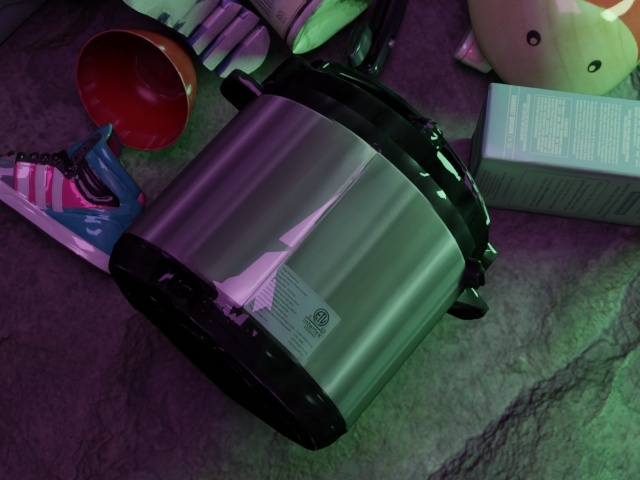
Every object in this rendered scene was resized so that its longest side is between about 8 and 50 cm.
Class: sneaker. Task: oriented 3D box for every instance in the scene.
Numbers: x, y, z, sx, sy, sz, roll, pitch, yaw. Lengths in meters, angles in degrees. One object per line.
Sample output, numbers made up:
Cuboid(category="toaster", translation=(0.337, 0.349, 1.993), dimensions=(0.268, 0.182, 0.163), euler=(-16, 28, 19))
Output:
Cuboid(category="sneaker", translation=(0.256, -0.306, 1.578), dimensions=(0.070, 0.051, 0.134), euler=(32, 69, -5))
Cuboid(category="sneaker", translation=(-0.218, -0.369, 1.496), dimensions=(0.127, 0.315, 0.182), euler=(-44, 42, 2))
Cuboid(category="sneaker", translation=(-0.362, -0.102, 1.479), dimensions=(0.295, 0.124, 0.178), euler=(35, 82, 2))

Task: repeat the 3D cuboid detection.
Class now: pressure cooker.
Cuboid(category="pressure cooker", translation=(0.003, 0.001, 1.312), dimensions=(0.375, 0.370, 0.420), euler=(29, 71, 38))

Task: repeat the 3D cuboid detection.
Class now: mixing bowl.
Cuboid(category="mixing bowl", translation=(-0.246, -0.229, 1.512), dimensions=(0.181, 0.181, 0.098), euler=(26, 38, 8))

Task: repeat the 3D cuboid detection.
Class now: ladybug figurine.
Cuboid(category="ladybug figurine", translation=(0.376, -0.412, 1.524), dimensions=(0.305, 0.162, 0.449), euler=(18, 71, -9))

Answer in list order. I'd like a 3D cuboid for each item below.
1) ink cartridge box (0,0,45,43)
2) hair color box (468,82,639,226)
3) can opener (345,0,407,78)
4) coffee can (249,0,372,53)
Cuboid(category="ink cartridge box", translation=(-0.646, -0.418, 1.568), dimensions=(0.395, 0.151, 0.270), euler=(39, 78, 13))
Cuboid(category="hair color box", translation=(0.398, -0.105, 1.443), dimensions=(0.374, 0.185, 0.114), euler=(8, 73, 3))
Cuboid(category="can opener", translation=(0.093, -0.318, 1.577), dimensions=(0.059, 0.073, 0.186), euler=(21, 66, 15))
Cuboid(category="coffee can", translation=(-0.052, -0.429, 1.484), dimensions=(0.201, 0.201, 0.275), euler=(-40, 85, -10))
